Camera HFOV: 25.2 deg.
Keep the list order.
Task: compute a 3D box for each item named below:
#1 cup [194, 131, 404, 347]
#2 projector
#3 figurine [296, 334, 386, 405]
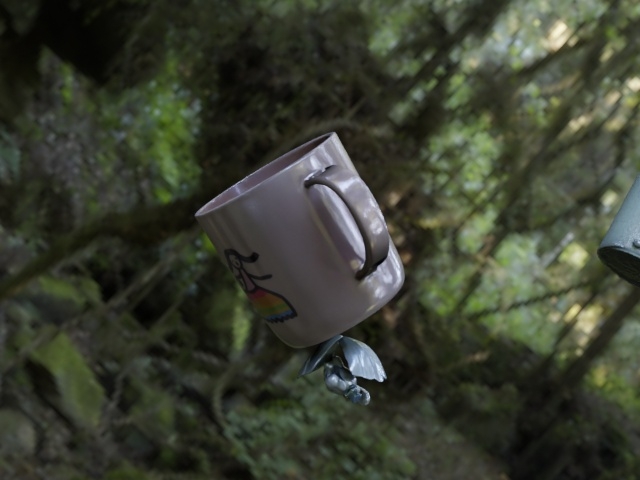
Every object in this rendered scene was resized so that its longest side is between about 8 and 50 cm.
[{"bbox_3d":[0.000,0.000,1.664,0.200,0.191,0.253,59,-31,-7],"label":"cup"},{"bbox_3d":[0.471,-0.098,1.823,0.108,0.337,0.108,28,-17,9],"label":"projector"},{"bbox_3d":[0.027,0.156,1.677,0.086,0.082,0.094,41,13,8],"label":"figurine"}]
